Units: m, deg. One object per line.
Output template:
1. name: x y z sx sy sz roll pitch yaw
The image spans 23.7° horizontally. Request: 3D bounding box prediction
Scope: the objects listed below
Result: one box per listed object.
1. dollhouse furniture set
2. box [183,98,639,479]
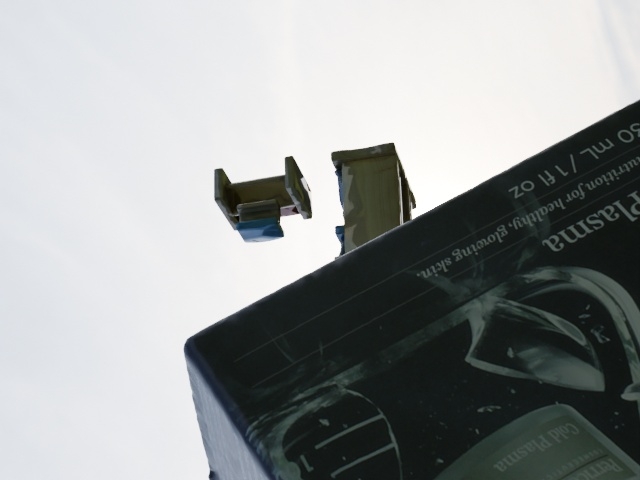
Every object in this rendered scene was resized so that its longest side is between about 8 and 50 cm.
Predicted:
1. dollhouse furniture set: 0.000 0.000 1.526 0.129 0.184 0.129 61 -156 -59
2. box: 0.218 0.207 1.214 0.472 0.480 0.297 52 162 31
